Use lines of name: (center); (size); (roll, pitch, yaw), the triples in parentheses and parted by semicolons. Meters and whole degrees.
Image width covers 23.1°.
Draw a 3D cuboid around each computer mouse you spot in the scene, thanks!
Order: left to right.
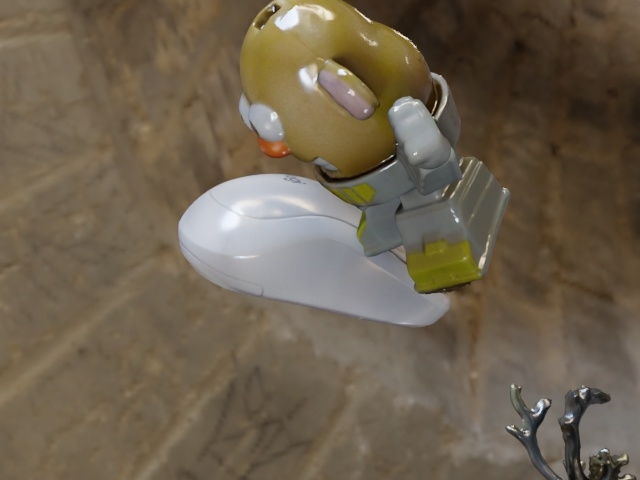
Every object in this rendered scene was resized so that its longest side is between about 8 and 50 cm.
computer mouse: (0.000, 0.000, 1.633); (0.184, 0.297, 0.121); (-137, 60, -70)

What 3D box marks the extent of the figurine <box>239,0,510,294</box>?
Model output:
figurine: (0.038, -0.105, 1.434); (0.167, 0.343, 0.285); (-53, -57, -24)

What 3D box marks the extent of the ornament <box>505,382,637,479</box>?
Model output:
ornament: (0.135, 0.197, 1.180); (0.202, 0.080, 0.236); (30, -115, -13)
